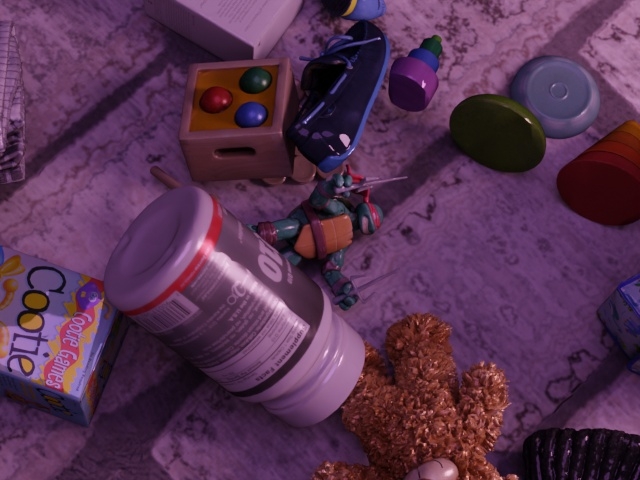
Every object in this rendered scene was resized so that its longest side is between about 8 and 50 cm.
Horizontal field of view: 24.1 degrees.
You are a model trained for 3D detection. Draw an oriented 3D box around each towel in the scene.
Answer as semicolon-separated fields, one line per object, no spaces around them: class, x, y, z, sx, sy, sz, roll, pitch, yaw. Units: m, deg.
towel;-0.465;-0.148;1.772;0.235;0.121;0.284;-5;35;-8

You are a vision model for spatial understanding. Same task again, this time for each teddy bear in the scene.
teddy bear;0.104;0.213;1.694;0.245;0.113;0.338;-7;46;9

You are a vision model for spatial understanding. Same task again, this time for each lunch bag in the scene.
lunch bag;0.411;0.112;1.797;0.096;0.129;0.151;-34;79;-10

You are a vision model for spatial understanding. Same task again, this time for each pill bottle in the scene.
pill bottle;-0.091;0.080;1.693;0.283;0.161;0.161;40;68;-29

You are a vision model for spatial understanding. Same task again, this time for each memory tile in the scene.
memory tile;-0.031;-0.140;1.912;0.113;0.012;0.148;-6;71;-7

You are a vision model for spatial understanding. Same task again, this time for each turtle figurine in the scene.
turtle figurine;0.000;0.000;1.814;0.234;0.118;0.175;-19;111;-8

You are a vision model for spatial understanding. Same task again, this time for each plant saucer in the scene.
plant saucer;0.308;-0.191;1.951;0.119;0.021;0.119;2;70;-4

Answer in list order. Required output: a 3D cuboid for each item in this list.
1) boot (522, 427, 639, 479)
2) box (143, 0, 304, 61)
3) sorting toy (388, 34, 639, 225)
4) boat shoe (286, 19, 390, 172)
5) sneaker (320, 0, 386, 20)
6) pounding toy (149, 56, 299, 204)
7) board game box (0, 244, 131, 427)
boot;0.228;0.340;1.703;0.348;0.131;0.260;5;72;-7
box;-0.123;-0.316;1.924;0.170;0.091;0.130;32;71;7
sorting toy;0.265;-0.159;1.894;0.365;0.127;0.126;28;59;4
boat shoe;0.022;-0.199;1.845;0.089;0.109;0.258;34;38;-17
sneaker;0.024;-0.373;1.978;0.082;0.069;0.209;-1;57;-40
pounding toy;-0.128;-0.119;1.817;0.181;0.094;0.206;-3;52;9
board game box;-0.374;0.092;1.735;0.275;0.144;0.142;20;70;2
